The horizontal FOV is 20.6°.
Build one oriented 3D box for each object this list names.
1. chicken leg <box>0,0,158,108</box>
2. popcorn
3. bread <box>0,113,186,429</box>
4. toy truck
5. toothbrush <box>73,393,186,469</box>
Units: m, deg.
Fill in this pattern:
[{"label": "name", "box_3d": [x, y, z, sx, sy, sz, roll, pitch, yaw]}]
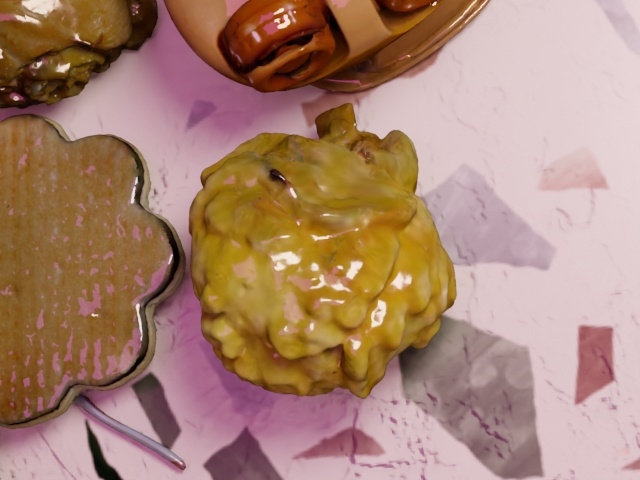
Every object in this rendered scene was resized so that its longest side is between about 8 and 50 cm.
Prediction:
[{"label": "chicken leg", "box_3d": [-0.367, -0.239, 1.607, 0.429, 0.153, 0.201, 24, 75, 21]}, {"label": "popcorn", "box_3d": [0.000, 0.000, 1.458, 0.233, 0.192, 0.266, 15, 61, 16]}, {"label": "bread", "box_3d": [-0.219, 0.025, 1.567, 0.207, 0.056, 0.287, -1, 79, 11]}, {"label": "toy truck", "box_3d": [0.009, -0.244, 1.482, 0.288, 0.211, 0.204, -30, 77, 3]}, {"label": "toothbrush", "box_3d": [-0.198, 0.151, 1.572, 0.193, 0.013, 0.019, 32, 82, 15]}]
